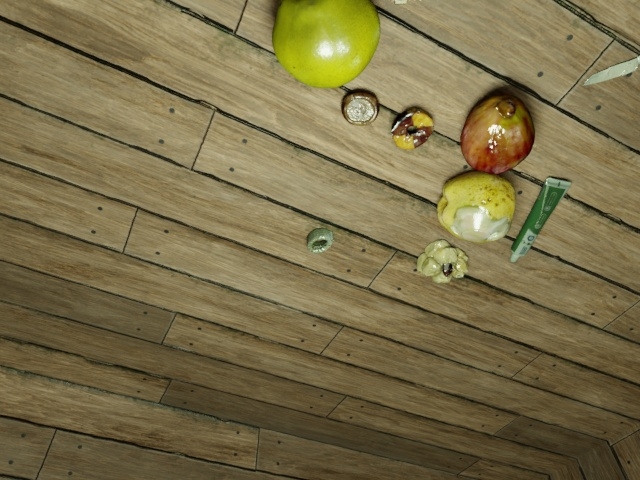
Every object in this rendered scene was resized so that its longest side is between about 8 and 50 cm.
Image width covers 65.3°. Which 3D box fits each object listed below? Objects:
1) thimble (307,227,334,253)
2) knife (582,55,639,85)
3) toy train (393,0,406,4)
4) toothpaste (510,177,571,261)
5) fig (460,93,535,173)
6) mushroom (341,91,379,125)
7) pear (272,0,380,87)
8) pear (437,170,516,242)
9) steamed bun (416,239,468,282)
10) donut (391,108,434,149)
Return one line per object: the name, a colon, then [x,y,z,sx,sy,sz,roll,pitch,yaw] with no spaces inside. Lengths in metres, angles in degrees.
thimble: [0.000,0.000,1.935,0.110,0.062,0.084,-19,129,15]
knife: [0.960,-0.540,1.532,0.298,0.017,0.047,-20,134,15]
toy train: [0.257,-0.696,1.365,0.138,0.050,0.087,-3,135,-1]
toothpaste: [0.815,-0.068,1.902,0.099,0.061,0.392,9,126,-8]
fig: [0.563,-0.337,1.575,0.224,0.224,0.263,1,127,-2]
mushroom: [0.127,-0.422,1.590,0.123,0.052,0.123,4,131,5]
pear: [0.015,-0.549,1.339,0.294,0.294,0.294,-1,130,-1]
pear: [0.546,-0.117,1.751,0.271,0.271,0.271,-1,130,-1]
steamed bun: [0.484,0.102,2.004,0.177,0.106,0.192,37,122,-26]
donut: [0.298,-0.369,1.633,0.141,0.059,0.140,-1,130,-1]
